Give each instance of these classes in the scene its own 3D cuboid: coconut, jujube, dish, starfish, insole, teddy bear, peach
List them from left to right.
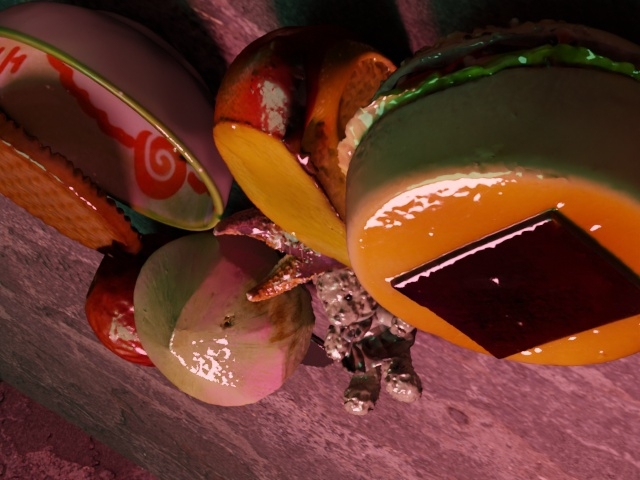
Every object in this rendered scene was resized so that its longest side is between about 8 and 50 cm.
[{"bbox_3d":[-0.212,-0.156,1.130,0.324,0.124,0.324,28,160,11],"label":"dish"},{"bbox_3d":[-0.197,0.097,1.456,0.255,0.190,0.190,27,154,-4],"label":"jujube"},{"bbox_3d":[-0.119,0.086,1.275,0.205,0.236,0.236,10,145,23],"label":"coconut"},{"bbox_3d":[-0.099,0.142,1.598,0.309,0.012,0.110,7,143,45],"label":"insole"},{"bbox_3d":[-0.010,-0.105,0.919,0.154,0.159,0.267,15,157,35],"label":"peach"},{"bbox_3d":[0.000,-0.001,1.128,0.216,0.071,0.238,30,128,-18],"label":"starfish"},{"bbox_3d":[0.060,0.097,1.259,0.133,0.111,0.213,-16,100,33],"label":"teddy bear"}]

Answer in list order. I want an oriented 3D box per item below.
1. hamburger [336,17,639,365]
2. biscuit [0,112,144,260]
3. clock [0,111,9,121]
[{"bbox_3d":[0.160,-0.037,0.791,0.300,0.176,0.300,11,143,8],"label":"hamburger"},{"bbox_3d":[-0.356,-0.078,1.298,0.318,0.040,0.318,30,163,10],"label":"biscuit"},{"bbox_3d":[-0.416,-0.160,1.409,0.230,0.083,0.230,26,151,16],"label":"clock"}]
